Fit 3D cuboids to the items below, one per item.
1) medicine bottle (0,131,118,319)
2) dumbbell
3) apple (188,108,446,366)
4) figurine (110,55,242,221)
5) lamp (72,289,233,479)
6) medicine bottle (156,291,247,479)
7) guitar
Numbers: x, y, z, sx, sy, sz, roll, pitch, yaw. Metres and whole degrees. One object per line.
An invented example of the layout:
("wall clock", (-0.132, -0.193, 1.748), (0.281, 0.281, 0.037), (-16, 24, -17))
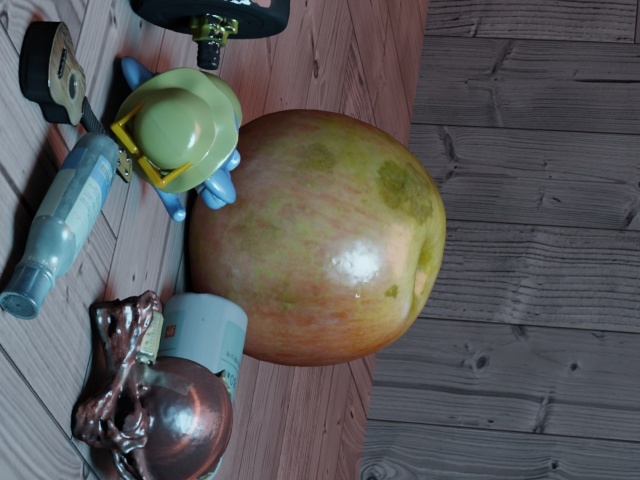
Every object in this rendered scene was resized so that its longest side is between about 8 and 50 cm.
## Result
("medicine bottle", (-0.260, -0.013, 1.748), (0.090, 0.053, 0.208), (112, 0, -52))
("dumbbell", (-0.116, -0.392, 2.046), (0.185, 0.185, 0.388), (34, 60, -77))
("apple", (0.000, 0.000, 2.372), (0.364, 0.363, 0.364), (4, 90, -78))
("figurine", (-0.151, -0.120, 2.042), (0.262, 0.153, 0.180), (24, 59, -74))
("lamp", (-0.178, 0.184, 2.001), (0.223, 0.151, 0.215), (65, 27, -63))
("medicine bottle", (-0.170, 0.241, 2.149), (0.110, 0.110, 0.352), (72, 24, -61))
("guitar", (-0.250, -0.132, 1.823), (0.271, 0.038, 0.084), (65, 31, -62))
